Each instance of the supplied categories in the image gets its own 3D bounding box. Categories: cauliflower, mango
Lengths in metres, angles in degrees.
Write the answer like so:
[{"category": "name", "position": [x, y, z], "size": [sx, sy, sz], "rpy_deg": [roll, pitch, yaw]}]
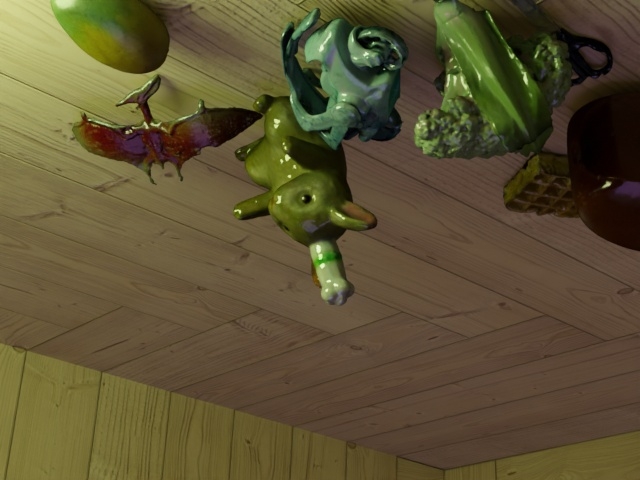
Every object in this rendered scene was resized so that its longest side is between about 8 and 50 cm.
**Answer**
[{"category": "cauliflower", "position": [0.239, -0.254, 1.681], "size": [0.256, 0.239, 0.315], "rpy_deg": [-17, 108, 33]}, {"category": "mango", "position": [-0.316, -0.323, 1.690], "size": [0.195, 0.091, 0.130], "rpy_deg": [27, 149, -25]}]

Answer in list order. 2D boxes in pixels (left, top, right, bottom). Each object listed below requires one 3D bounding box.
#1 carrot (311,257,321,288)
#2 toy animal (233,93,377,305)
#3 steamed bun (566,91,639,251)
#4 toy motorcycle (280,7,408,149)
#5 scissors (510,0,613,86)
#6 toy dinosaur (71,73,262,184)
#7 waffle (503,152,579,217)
[{"category": "carrot", "position": [0.000, 0.000, 2.193], "size": [0.061, 0.209, 0.061], "rpy_deg": [-1, 151, 0]}, {"category": "toy animal", "position": [-0.030, -0.079, 1.852], "size": [0.180, 0.363, 0.181], "rpy_deg": [10, 133, -26]}, {"category": "steamed bun", "position": [0.604, -0.108, 1.870], "size": [0.380, 0.235, 0.248], "rpy_deg": [-1, 149, 5]}, {"category": "toy motorcycle", "position": [0.037, -0.255, 1.744], "size": [0.206, 0.154, 0.260], "rpy_deg": [21, 151, 15]}, {"category": "scissors", "position": [0.347, -0.319, 1.701], "size": [0.109, 0.022, 0.300], "rpy_deg": [-19, 147, 31]}, {"category": "toy dinosaur", "position": [-0.294, -0.195, 1.966], "size": [0.327, 0.113, 0.206], "rpy_deg": [-26, 118, 28]}, {"category": "waffle", "position": [0.472, -0.095, 2.123], "size": [0.211, 0.055, 0.160], "rpy_deg": [9, 153, -15]}]
